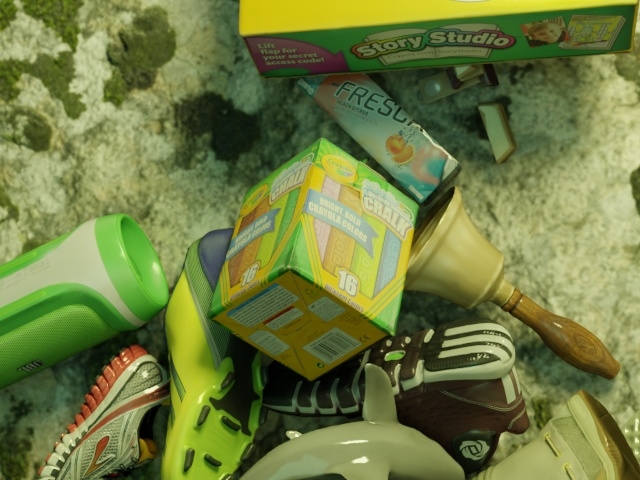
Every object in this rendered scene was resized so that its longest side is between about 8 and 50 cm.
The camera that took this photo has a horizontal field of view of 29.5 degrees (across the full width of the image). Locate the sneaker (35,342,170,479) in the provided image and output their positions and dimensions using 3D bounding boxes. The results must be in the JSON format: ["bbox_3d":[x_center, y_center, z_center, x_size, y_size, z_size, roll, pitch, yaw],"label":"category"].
[{"bbox_3d":[-0.226,0.223,1.268,0.092,0.088,0.225,33,92,6],"label":"sneaker"}]

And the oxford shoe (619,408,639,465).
[{"bbox_3d":[0.257,0.340,1.169,0.449,0.130,0.169,-49,38,7],"label":"oxford shoe"}]

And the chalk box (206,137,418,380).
[{"bbox_3d":[0.000,0.000,1.175,0.132,0.213,0.132,33,137,-23],"label":"chalk box"}]

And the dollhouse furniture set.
[{"bbox_3d":[0.140,-0.124,1.228,0.081,0.091,0.114,-19,89,24],"label":"dollhouse furniture set"}]

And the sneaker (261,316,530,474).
[{"bbox_3d":[0.077,0.179,1.219,0.281,0.106,0.163,-10,119,29],"label":"sneaker"}]

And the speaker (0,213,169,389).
[{"bbox_3d":[-0.313,0.081,1.267,0.296,0.131,0.131,-25,85,8],"label":"speaker"}]

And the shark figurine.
[{"bbox_3d":[0.002,0.225,1.102,0.278,0.116,0.166,-17,118,-9],"label":"shark figurine"}]

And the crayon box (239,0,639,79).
[{"bbox_3d":[0.110,-0.328,1.178,0.362,0.106,0.313,-3,72,9],"label":"crayon box"}]

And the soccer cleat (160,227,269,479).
[{"bbox_3d":[-0.115,0.124,1.219,0.121,0.093,0.289,-9,60,38],"label":"soccer cleat"}]

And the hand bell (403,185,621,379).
[{"bbox_3d":[0.197,0.065,1.209,0.242,0.126,0.126,34,94,-3],"label":"hand bell"}]

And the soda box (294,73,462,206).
[{"bbox_3d":[0.060,-0.118,1.242,0.183,0.063,0.058,44,96,8],"label":"soda box"}]

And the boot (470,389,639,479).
[{"bbox_3d":[0.220,0.256,1.104,0.165,0.213,0.077,-41,121,18],"label":"boot"}]
